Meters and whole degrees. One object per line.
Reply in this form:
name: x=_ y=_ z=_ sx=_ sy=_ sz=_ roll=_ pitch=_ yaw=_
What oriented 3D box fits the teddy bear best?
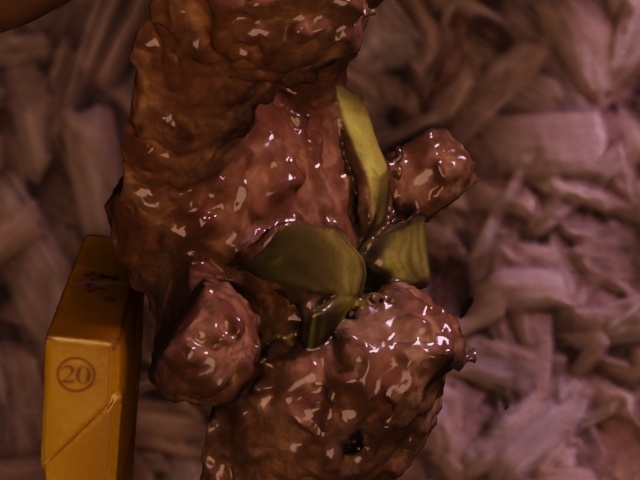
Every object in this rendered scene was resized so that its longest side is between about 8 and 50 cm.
teddy bear: x=0.006 y=-0.005 z=0.518 sx=0.222 sy=0.246 sz=0.296 roll=42 pitch=131 yaw=4

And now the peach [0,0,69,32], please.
peach: x=-0.162 y=-0.226 z=0.421 sx=0.292 sy=0.247 sz=0.292 roll=1 pitch=87 yaw=-14

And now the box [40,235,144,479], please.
box: x=-0.127 y=0.148 z=0.595 sx=0.043 sy=0.152 sz=0.269 roll=5 pitch=108 yaw=-8
